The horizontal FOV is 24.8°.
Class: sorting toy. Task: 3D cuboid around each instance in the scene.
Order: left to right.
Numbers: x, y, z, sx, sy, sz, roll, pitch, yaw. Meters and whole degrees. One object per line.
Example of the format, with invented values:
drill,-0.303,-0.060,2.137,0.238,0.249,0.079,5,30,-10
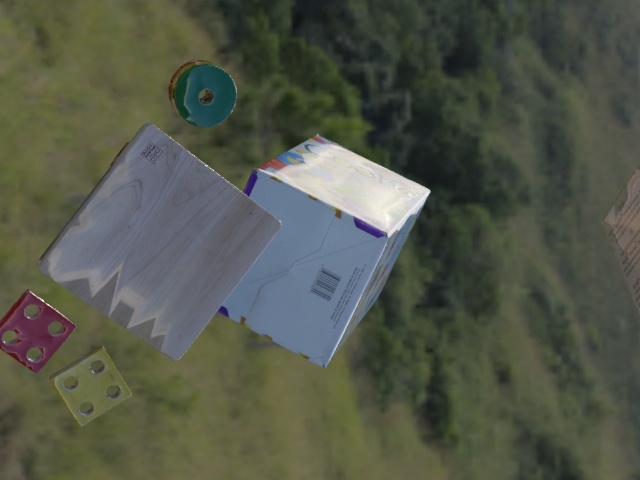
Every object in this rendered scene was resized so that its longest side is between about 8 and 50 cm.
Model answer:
sorting toy,-0.127,0.005,1.081,0.274,0.132,0.046,-53,-154,1

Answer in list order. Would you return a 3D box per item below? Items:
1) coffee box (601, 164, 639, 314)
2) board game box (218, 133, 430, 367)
coffee box,0.534,0.014,1.478,0.338,0.338,0.334,99,-27,-69
board game box,0.000,0.000,1.454,0.144,0.142,0.275,-64,174,15
